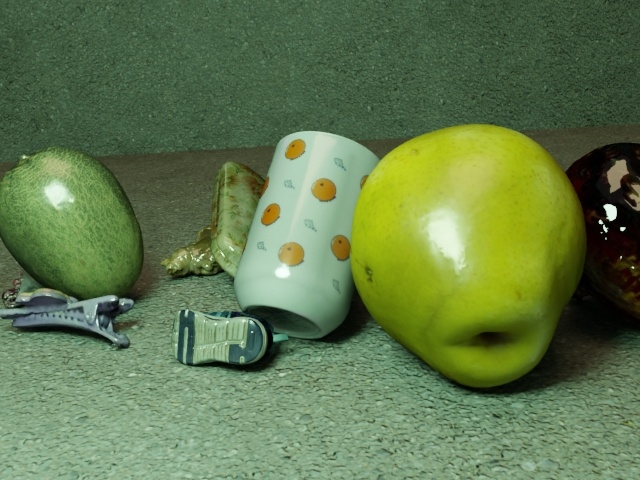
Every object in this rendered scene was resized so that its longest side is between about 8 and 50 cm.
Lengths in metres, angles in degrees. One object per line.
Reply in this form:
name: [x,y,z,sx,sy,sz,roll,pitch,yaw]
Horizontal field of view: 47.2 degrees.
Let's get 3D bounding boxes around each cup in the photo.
cup: [-0.022,-0.002,1.280,0.212,0.212,0.317,5,62,25]

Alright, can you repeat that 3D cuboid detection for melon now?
melon: [-0.479,-0.024,1.416,0.248,0.329,0.248,-23,21,9]

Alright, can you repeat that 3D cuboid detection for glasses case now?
glasses case: [-0.168,-0.046,1.639,0.156,0.098,0.425,34,23,-24]

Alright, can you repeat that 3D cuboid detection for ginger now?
ginger: [-0.236,0.010,1.697,0.166,0.080,0.333,16,26,18]

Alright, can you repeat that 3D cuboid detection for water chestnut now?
water chestnut: [0.540,0.003,1.265,0.350,0.302,0.350,17,40,-15]

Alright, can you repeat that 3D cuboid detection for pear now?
pear: [0.223,0.008,1.128,0.362,0.362,0.418,-3,43,3]

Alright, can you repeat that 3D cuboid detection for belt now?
belt: [-0.546,0.086,1.534,0.232,0.071,0.053,-13,27,-27]

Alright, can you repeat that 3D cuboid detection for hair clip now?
hair clip: [-0.455,0.134,1.345,0.278,0.090,0.137,7,-14,22]

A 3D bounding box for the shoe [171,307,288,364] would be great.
shoe: [-0.160,0.162,1.216,0.207,0.092,0.106,1,-5,28]
